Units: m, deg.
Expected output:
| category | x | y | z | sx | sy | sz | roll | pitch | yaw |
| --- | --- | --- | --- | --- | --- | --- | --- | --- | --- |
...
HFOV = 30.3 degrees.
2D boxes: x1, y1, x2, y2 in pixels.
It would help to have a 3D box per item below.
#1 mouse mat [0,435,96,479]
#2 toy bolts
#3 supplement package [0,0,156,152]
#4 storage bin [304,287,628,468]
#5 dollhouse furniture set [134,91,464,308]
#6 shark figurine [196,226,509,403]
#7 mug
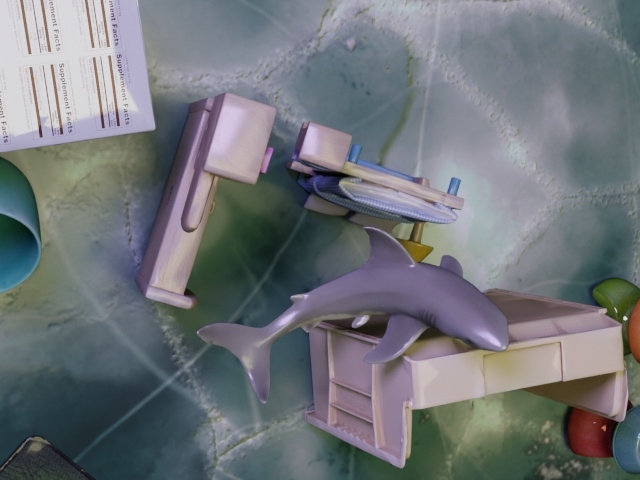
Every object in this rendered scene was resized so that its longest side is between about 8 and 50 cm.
| category | x | y | z | sx | sy | sz | roll | pitch | yaw |
| --- | --- | --- | --- | --- | --- | --- | --- | --- | --- |
| mouse mat | -0.282 | 0.312 | 1.235 | 0.153 | 0.007 | 0.190 | -49 | 114 | -11 |
| toy bolts | 0.365 | 0.179 | 1.410 | 0.218 | 0.158 | 0.229 | -13 | 103 | -29 |
| supplement package | -0.280 | -0.162 | 1.063 | 0.203 | 0.194 | 0.149 | -11 | 103 | -23 |
| storage bin | 0.148 | 0.139 | 1.265 | 0.262 | 0.260 | 0.123 | -7 | 96 | -23 |
| dollhouse furniture set | 0.000 | 0.000 | 1.161 | 0.303 | 0.286 | 0.198 | 17 | 91 | -14 |
| shark figurine | 0.034 | 0.044 | 1.115 | 0.278 | 0.166 | 0.116 | -9 | 128 | 16 |
| mug | -0.342 | -0.021 | 1.096 | 0.157 | 0.097 | 0.129 | -1 | 139 | -19 |
